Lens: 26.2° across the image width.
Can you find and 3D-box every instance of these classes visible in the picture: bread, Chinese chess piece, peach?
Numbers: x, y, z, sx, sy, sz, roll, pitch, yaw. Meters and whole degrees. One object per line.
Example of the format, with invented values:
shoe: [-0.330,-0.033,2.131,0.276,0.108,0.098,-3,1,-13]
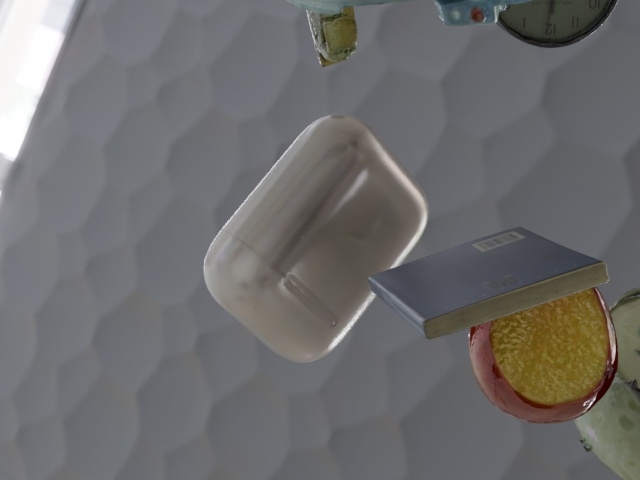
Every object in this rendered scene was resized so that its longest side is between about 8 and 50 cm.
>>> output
bread: [0.018,-0.350,2.151,0.064,0.156,0.117,-2,153,-11]
Chinese chess piece: [0.521,0.220,1.920,0.349,0.146,0.349,13,-146,-9]
peach: [0.272,0.122,1.667,0.190,0.190,0.192,26,143,20]

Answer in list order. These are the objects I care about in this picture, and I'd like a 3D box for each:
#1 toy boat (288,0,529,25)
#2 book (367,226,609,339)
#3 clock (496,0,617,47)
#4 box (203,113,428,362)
toy boat: [0.104,-0.322,1.639,0.332,0.145,0.133,0,137,16]
book: [0.166,0.040,1.439,0.191,0.025,0.269,-18,-169,-7]
clock: [0.298,-0.337,1.764,0.184,0.184,0.040,23,-161,-9]
box: [-0.001,0.000,2.077,0.141,0.349,0.288,30,169,45]
